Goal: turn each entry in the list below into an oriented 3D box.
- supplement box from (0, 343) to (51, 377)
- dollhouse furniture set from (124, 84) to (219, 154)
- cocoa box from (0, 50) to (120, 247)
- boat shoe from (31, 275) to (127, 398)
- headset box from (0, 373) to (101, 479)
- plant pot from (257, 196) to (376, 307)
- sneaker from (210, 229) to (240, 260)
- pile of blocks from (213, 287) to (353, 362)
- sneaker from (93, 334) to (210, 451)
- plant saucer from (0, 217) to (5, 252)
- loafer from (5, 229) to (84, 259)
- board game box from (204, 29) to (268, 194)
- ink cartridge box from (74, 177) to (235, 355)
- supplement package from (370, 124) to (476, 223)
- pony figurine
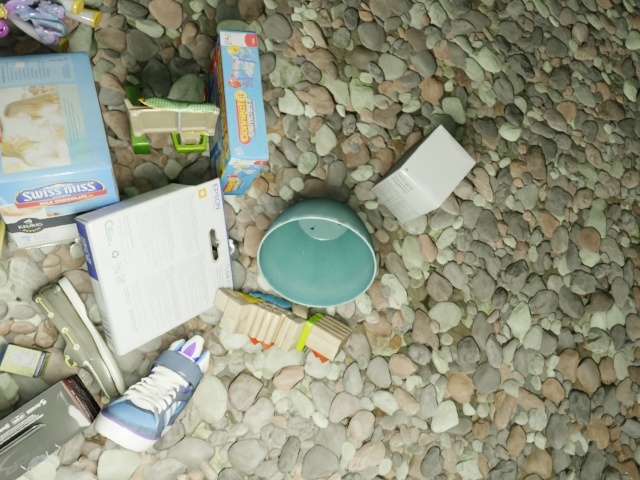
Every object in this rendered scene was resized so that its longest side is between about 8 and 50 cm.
[{"bbox_3d":[-0.650,0.264,1.180,0.083,0.083,0.056,18,75,-14],"label":"supplement box"},{"bbox_3d":[-0.357,-0.321,1.274,0.197,0.301,0.151,-6,84,-17],"label":"dollhouse furniture set"},{"bbox_3d":[-0.580,-0.203,1.160,0.231,0.228,0.347,-12,62,-20],"label":"cocoa box"},{"bbox_3d":[-0.541,0.231,1.214,0.091,0.109,0.305,-30,84,-21],"label":"boat shoe"},{"bbox_3d":[-0.573,0.380,1.072,0.218,0.293,0.110,-35,92,-20],"label":"headset box"},{"bbox_3d":[0.000,0.000,1.372,0.290,0.290,0.195,25,38,-12],"label":"plant pot"},{"bbox_3d":[-0.313,-0.013,1.354,0.234,0.078,0.106,41,73,-3],"label":"sneaker"},{"bbox_3d":[-0.102,0.223,1.371,0.362,0.149,0.113,21,106,-7],"label":"pile of blocks"},{"bbox_3d":[-0.341,0.303,1.153,0.130,0.323,0.236,27,79,6],"label":"sneaker"},{"bbox_3d":[-0.870,0.066,1.148,0.332,0.081,0.333,6,78,-18],"label":"plant saucer"},{"bbox_3d":[-0.557,-0.008,1.258,0.319,0.112,0.112,4,85,-11],"label":"loafer"},{"bbox_3d":[-0.215,-0.296,1.318,0.086,0.302,0.308,-3,80,-19],"label":"board game box"},{"bbox_3d":[-0.356,0.046,1.222,0.330,0.071,0.324,-28,126,-43],"label":"ink cartridge box"},{"bbox_3d":[0.286,-0.181,1.515,0.149,0.203,0.194,45,70,-5],"label":"supplement package"},{"bbox_3d":[-0.745,-0.571,1.240,0.363,0.303,0.351,22,41,-10],"label":"pony figurine"}]
